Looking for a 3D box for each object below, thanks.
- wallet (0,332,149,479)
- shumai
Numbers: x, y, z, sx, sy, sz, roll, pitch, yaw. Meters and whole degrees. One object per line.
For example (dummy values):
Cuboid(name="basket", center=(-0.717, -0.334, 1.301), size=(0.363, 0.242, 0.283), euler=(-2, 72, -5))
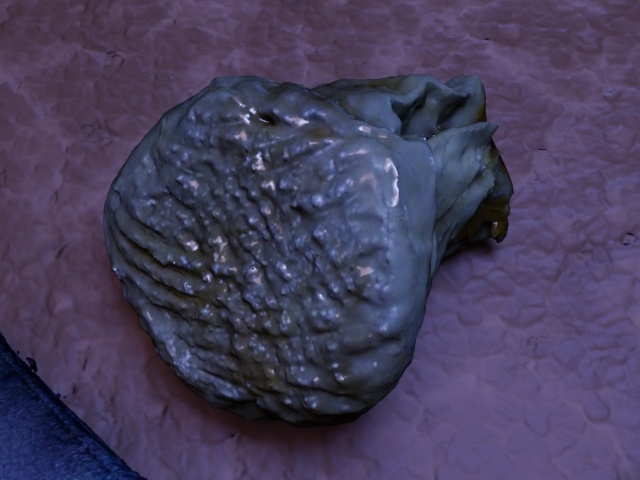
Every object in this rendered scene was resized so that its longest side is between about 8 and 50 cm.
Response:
Cuboid(name="wallet", center=(-0.207, 0.144, 0.416), size=(0.190, 0.046, 0.379), euler=(-48, 27, -19))
Cuboid(name="shumai", center=(0.000, 0.000, 0.554), size=(0.261, 0.222, 0.225), euler=(-14, 90, 31))
